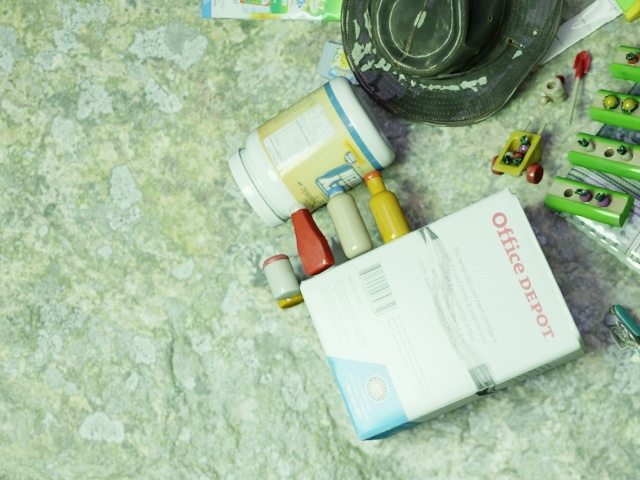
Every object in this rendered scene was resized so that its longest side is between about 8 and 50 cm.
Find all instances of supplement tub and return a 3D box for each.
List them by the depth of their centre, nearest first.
[{"bbox_3d":[-0.013,-0.120,1.531,0.199,0.144,0.144,-32,73,10],"label":"supplement tub"}]

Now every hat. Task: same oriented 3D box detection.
[{"bbox_3d":[0.155,-0.316,1.465,0.331,0.134,0.331,2,94,23],"label":"hat"}]

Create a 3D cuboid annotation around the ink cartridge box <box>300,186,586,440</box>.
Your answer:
[{"bbox_3d":[0.162,0.103,1.444,0.307,0.129,0.223,-25,73,12],"label":"ink cartridge box"}]

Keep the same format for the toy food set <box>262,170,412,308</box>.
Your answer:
[{"bbox_3d":[0.000,0.000,1.504,0.232,0.111,0.104,-32,70,33],"label":"toy food set"}]

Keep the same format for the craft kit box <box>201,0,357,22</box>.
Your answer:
[{"bbox_3d":[-0.052,-0.448,1.612,0.246,0.061,0.250,6,101,21],"label":"craft kit box"}]

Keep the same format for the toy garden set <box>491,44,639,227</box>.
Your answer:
[{"bbox_3d":[0.348,-0.157,1.443,0.203,0.049,0.244,20,78,39],"label":"toy garden set"}]

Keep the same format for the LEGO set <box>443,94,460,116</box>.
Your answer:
[{"bbox_3d":[0.179,-0.198,1.549,0.083,0.023,0.054,43,94,19],"label":"LEGO set"}]

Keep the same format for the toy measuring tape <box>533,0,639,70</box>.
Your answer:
[{"bbox_3d":[0.404,-0.339,1.458,0.330,0.121,0.121,-31,73,10],"label":"toy measuring tape"}]

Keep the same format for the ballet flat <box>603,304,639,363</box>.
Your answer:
[{"bbox_3d":[0.407,0.134,1.416,0.041,0.041,0.114,-42,71,6],"label":"ballet flat"}]

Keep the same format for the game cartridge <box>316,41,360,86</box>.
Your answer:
[{"bbox_3d":[0.037,-0.255,1.609,0.083,0.017,0.056,16,89,19],"label":"game cartridge"}]

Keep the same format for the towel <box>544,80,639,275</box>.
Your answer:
[{"bbox_3d":[0.510,-0.075,1.419,0.324,0.056,0.312,37,89,22],"label":"towel"}]
